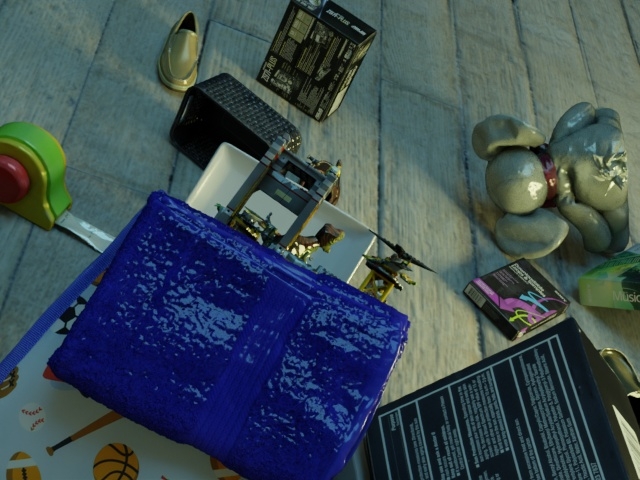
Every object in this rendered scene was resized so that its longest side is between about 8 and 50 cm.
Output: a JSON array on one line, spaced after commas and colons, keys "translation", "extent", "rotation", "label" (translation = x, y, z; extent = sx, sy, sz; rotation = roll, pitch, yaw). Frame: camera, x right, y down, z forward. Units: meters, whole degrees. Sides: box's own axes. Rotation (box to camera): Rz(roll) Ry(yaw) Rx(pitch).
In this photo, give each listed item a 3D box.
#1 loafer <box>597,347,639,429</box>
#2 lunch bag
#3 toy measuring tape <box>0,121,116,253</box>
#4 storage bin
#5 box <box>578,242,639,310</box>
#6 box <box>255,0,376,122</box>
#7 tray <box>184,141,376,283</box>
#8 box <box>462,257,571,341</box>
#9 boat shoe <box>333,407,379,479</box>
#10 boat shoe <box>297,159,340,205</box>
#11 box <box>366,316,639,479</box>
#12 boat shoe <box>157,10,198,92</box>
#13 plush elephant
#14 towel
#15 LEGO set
[{"translation": [0.471, 0.252, 1.786], "extent": [0.094, 0.087, 0.251], "rotation": [14, 40, -19], "label": "loafer"}, {"translation": [-0.180, 0.205, 1.290], "extent": [0.328, 0.239, 0.385], "rotation": [37, 70, 8], "label": "lunch bag"}, {"translation": [-0.355, -0.074, 1.615], "extent": [0.330, 0.121, 0.121], "rotation": [29, 37, 0], "label": "toy measuring tape"}, {"translation": [-0.134, -0.162, 1.851], "extent": [0.180, 0.122, 0.084], "rotation": [40, 39, 14], "label": "storage bin"}, {"translation": [0.628, 0.064, 1.975], "extent": [0.322, 0.058, 0.232], "rotation": [2, 16, 41], "label": "box"}, {"translation": [-0.009, -0.324, 2.070], "extent": [0.147, 0.180, 0.077], "rotation": [34, 39, 8], "label": "box"}, {"translation": [-0.067, -0.018, 1.755], "extent": [0.270, 0.030, 0.145], "rotation": [31, 80, 3], "label": "tray"}, {"translation": [0.322, 0.093, 1.924], "extent": [0.162, 0.029, 0.116], "rotation": [-20, 58, -46], "label": "box"}, {"translation": [0.059, 0.260, 1.525], "extent": [0.076, 0.080, 0.228], "rotation": [19, 39, -23], "label": "boat shoe"}, {"translation": [-0.006, -0.073, 1.873], "extent": [0.073, 0.073, 0.207], "rotation": [25, 36, -3], "label": "boat shoe"}, {"translation": [0.232, 0.298, 1.377], "extent": [0.183, 0.294, 0.296], "rotation": [48, 24, -40], "label": "box"}, {"translation": [-0.237, -0.330, 2.020], "extent": [0.068, 0.072, 0.190], "rotation": [14, 40, -19], "label": "boat shoe"}, {"translation": [0.401, -0.106, 2.057], "extent": [0.255, 0.272, 0.330], "rotation": [-5, -2, 13], "label": "plush elephant"}, {"translation": [-0.083, 0.102, 1.171], "extent": [0.308, 0.076, 0.227], "rotation": [27, 68, 1], "label": "towel"}, {"translation": [0.000, 0.000, 1.610], "extent": [0.331, 0.255, 0.192], "rotation": [34, 81, 12], "label": "LEGO set"}]
